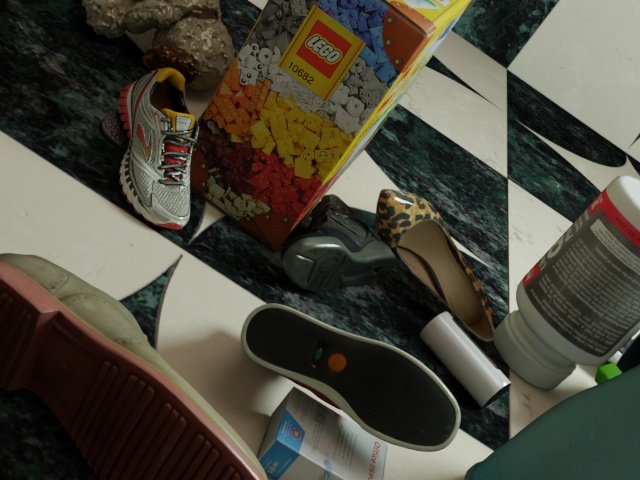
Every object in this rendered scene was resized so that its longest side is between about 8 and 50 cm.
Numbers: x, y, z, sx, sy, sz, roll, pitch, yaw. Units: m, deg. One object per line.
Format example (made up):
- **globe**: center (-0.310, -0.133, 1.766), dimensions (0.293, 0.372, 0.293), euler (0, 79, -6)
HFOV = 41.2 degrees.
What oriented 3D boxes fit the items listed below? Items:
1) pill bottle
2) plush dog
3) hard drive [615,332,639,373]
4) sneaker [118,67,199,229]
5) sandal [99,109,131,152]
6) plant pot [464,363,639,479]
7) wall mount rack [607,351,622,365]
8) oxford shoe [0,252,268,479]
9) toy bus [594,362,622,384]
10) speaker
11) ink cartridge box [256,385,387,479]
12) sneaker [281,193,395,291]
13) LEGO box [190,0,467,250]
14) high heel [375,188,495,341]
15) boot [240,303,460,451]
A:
- **pill bottle**: center (0.407, 0.073, 1.273), dimensions (0.176, 0.318, 0.176), euler (28, 28, -16)
- **plush dog**: center (-0.218, -0.354, 1.401), dimensions (0.262, 0.210, 0.225), euler (-22, 85, -59)
- **hard drive**: center (0.496, 0.209, 1.237), dimensions (0.054, 0.255, 0.172), euler (1, 60, -3)
- **sneaker**: center (-0.203, -0.121, 1.087), dimensions (0.088, 0.092, 0.225), euler (7, 64, -46)
- **sandal**: center (-0.236, -0.144, 1.179), dimensions (0.179, 0.040, 0.067), euler (-15, 80, -57)
- **plant pot**: center (0.342, 0.269, 0.916), dimensions (0.271, 0.255, 0.272), euler (37, 17, -14)
- **wall mount rack**: center (0.576, 0.197, 1.401), dimensions (0.350, 0.130, 0.304), euler (41, 2, 8)
- **oxford shoe**: center (-0.172, 0.120, 0.767), dimensions (0.348, 0.123, 0.130), euler (40, 22, 5)
- **toy bus**: center (0.379, 0.284, 1.141), dimensions (0.104, 0.202, 0.191), euler (-13, 55, -17)
- **speaker**: center (0.200, 0.166, 1.184), dimensions (0.055, 0.055, 0.136), euler (-6, 48, -52)
- **ink cartridge box**: center (0.003, 0.221, 0.877), dimensions (0.122, 0.052, 0.088), euler (32, 28, -6)
- **sneaker**: center (0.000, 0.000, 1.184), dimensions (0.130, 0.087, 0.227), euler (48, 27, 25)
- **LEGO box**: center (0.029, -0.259, 1.304), dimensions (0.193, 0.372, 0.500), euler (37, 28, 0)
- **high heel**: center (0.175, 0.037, 1.236), dimensions (0.261, 0.093, 0.186), euler (49, 6, -48)
- **boot**: center (0.032, 0.145, 0.927), dimensions (0.244, 0.088, 0.176), euler (28, -8, 3)
